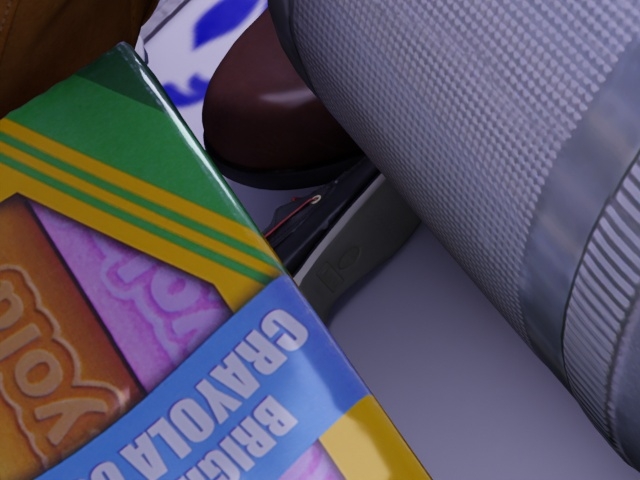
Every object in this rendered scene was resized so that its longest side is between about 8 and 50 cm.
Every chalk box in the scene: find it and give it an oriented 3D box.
[{"bbox_3d":[-0.032,0.131,0.459,0.179,0.180,0.289,-33,61,-6],"label":"chalk box"}]

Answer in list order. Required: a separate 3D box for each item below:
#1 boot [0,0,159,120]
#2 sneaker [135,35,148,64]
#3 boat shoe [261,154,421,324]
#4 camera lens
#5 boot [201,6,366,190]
[{"bbox_3d":[-0.074,-0.140,0.566,0.104,0.211,0.295,19,52,-13],"label":"boot"},{"bbox_3d":[-0.135,-0.058,0.694,0.110,0.122,0.283,-18,49,8],"label":"sneaker"},{"bbox_3d":[0.000,-0.001,0.646,0.042,0.049,0.133,36,77,29],"label":"boat shoe"},{"bbox_3d":[0.129,-0.057,0.517,0.219,0.219,0.274,-34,55,-6],"label":"camera lens"},{"bbox_3d":[0.024,-0.179,0.621,0.264,0.280,0.096,-37,50,-9],"label":"boot"}]
